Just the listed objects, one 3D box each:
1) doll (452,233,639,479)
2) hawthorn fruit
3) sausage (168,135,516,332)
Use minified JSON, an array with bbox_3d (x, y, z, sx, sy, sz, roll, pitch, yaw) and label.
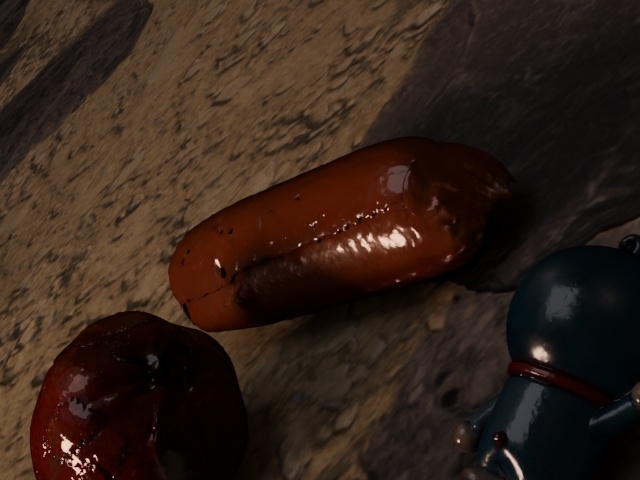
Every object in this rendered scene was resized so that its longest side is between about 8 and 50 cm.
[{"bbox_3d":[0.125,0.064,0.794,0.114,0.085,0.152,11,71,49],"label":"doll"},{"bbox_3d":[-0.128,0.131,1.087,0.172,0.148,0.148,-55,12,41],"label":"hawthorn fruit"},{"bbox_3d":[0.000,0.000,1.119,0.330,0.102,0.102,-19,36,50],"label":"sausage"}]
